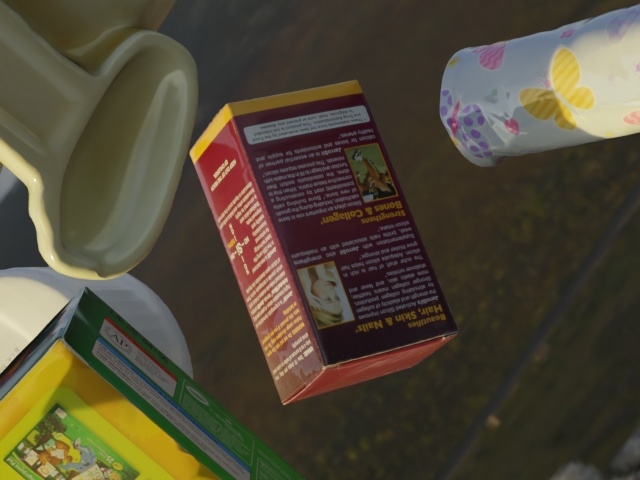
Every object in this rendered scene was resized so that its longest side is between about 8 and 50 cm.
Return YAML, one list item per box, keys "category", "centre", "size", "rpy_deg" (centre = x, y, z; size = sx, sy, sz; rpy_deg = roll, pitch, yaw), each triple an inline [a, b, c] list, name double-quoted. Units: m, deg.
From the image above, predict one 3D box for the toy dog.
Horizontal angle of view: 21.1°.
- category: "toy dog"
  centre: [-0.290, -0.180, 1.150]
  size: [0.408, 0.284, 0.395]
  rpy_deg: [3, 69, 46]

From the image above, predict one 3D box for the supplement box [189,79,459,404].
- category: "supplement box"
  centre: [0.000, 0.000, 1.136]
  size: [0.104, 0.188, 0.081]
  rpy_deg: [-13, -16, -28]

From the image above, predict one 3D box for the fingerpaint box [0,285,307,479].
- category: "fingerpaint box"
  centre: [-0.164, 0.327, 1.455]
  size: [0.371, 0.445, 0.163]
  rpy_deg: [-46, 10, 11]

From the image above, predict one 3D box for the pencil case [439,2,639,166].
- category: "pencil case"
  centre: [0.235, -0.141, 1.489]
  size: [0.273, 0.113, 0.124]
  rpy_deg: [-12, 11, 41]

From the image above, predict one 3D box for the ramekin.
- category: "ramekin"
  centre: [-0.279, 0.154, 1.736]
  size: [0.277, 0.277, 0.135]
  rpy_deg: [-51, -22, 11]
